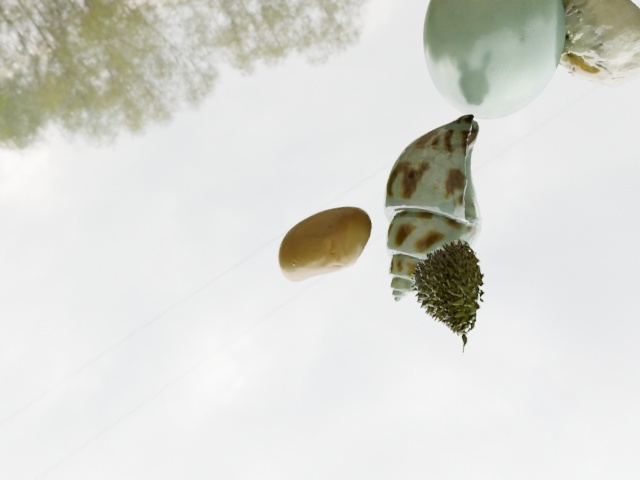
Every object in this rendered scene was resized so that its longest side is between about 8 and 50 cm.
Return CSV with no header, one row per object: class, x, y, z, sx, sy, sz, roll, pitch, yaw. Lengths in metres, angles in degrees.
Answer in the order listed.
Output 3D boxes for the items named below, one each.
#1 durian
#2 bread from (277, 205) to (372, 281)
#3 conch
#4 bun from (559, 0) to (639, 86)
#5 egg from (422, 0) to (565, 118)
durian,0.208,0.074,1.326,0.096,0.137,0.220,2,-152,-14
bread,0.000,0.000,1.563,0.217,0.098,0.147,-20,-149,41
conch,0.224,-0.064,1.571,0.197,0.249,0.367,-2,-99,4
bun,0.559,-0.420,1.642,0.146,0.287,0.287,-46,-145,1
egg,0.342,-0.402,1.564,0.276,0.389,0.276,-3,-118,5
